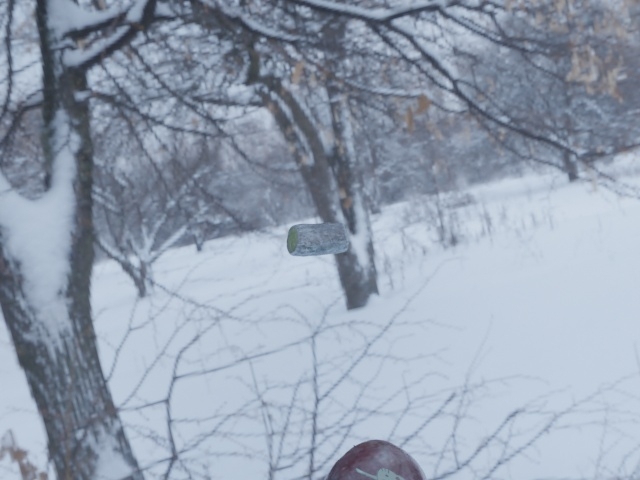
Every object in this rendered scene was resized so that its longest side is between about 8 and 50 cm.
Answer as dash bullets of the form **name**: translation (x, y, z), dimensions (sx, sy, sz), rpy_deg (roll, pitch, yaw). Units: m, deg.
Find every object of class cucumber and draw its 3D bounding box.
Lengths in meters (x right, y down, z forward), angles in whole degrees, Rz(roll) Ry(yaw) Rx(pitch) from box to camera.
- **cucumber**: translation (-0.002, 0.000, 1.519), dimensions (0.112, 0.064, 0.064), rpy_deg (-1, -1, -20)

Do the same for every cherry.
- **cherry**: translation (0.106, 0.480, 1.456), dimensions (0.203, 0.300, 0.230), rpy_deg (-13, -34, -14)

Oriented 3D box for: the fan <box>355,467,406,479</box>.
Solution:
- **fan**: translation (0.081, 0.308, 1.070), dimensions (0.083, 0.004, 0.056), rpy_deg (25, 21, -14)
